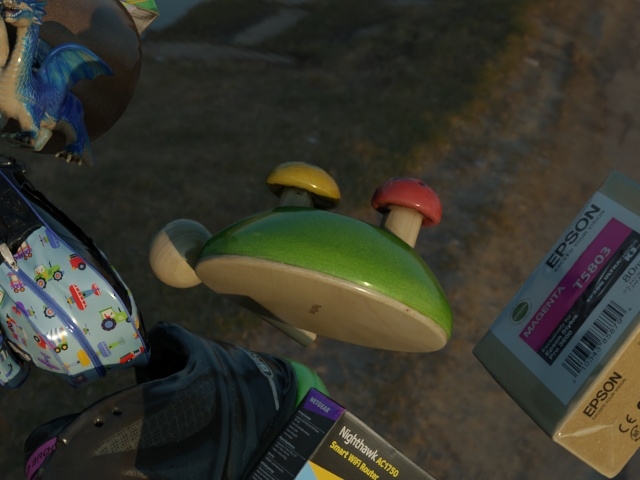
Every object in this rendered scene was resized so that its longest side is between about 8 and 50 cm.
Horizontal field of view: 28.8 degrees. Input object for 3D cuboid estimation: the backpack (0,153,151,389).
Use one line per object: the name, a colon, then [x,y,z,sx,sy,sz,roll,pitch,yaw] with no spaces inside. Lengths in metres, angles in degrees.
backpack: [-0.215,0.047,0.950,0.117,0.158,0.173,-41,68,-20]

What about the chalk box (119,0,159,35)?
chalk box: [-0.372,-0.365,1.837,0.213,0.132,0.132,12,46,-47]

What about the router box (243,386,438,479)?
router box: [0.019,0.193,0.787,0.179,0.133,0.046,41,-9,-35]

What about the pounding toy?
pounding toy: [0.000,0.000,0.896,0.183,0.110,0.237,26,-17,-30]

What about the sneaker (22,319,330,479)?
sneaker: [-0.144,0.229,0.879,0.202,0.185,0.483,30,31,-3]

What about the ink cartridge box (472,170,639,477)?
ink cartridge box: [0.271,0.071,1.158,0.088,0.235,0.193,34,6,-24]

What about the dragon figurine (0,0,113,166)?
dragon figurine: [-0.267,-0.157,1.244,0.085,0.144,0.289,15,-4,25]

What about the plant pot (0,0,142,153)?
plant pot: [-0.342,-0.227,1.378,0.215,0.215,0.230,28,-2,18]
